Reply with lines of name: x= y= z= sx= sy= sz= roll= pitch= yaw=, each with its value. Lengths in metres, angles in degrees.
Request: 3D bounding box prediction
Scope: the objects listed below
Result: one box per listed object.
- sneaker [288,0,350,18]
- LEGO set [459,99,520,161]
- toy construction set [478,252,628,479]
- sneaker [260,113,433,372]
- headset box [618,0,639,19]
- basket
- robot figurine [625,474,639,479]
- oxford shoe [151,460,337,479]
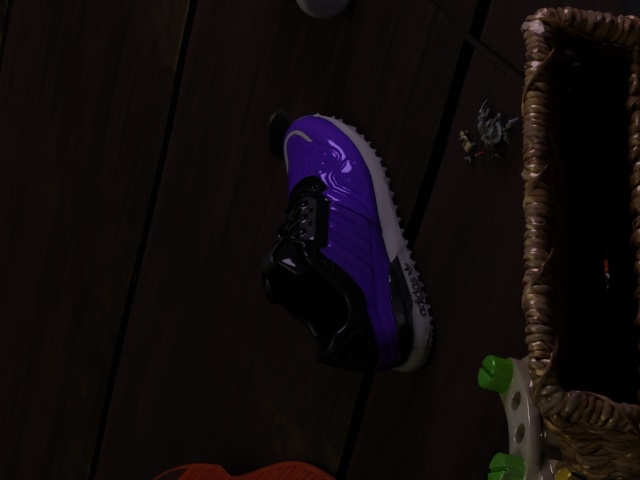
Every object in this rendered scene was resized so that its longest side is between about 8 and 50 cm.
sneaker: x=-0.036 y=-0.382 z=1.777 sx=0.147 sy=0.105 sz=0.295 roll=21 pitch=116 yaw=49
LEGO set: x=0.150 y=-0.097 z=1.603 sx=0.083 sy=0.023 sz=0.054 roll=-52 pitch=52 yaw=47
toy construction set: x=0.239 y=0.123 z=1.377 sx=0.328 sy=0.151 sz=0.215 roll=-25 pitch=49 yaw=48
sneaker: x=0.000 y=0.000 z=1.737 sx=0.102 sy=0.146 sz=0.293 roll=-51 pitch=53 yaw=48
headset box: x=0.287 y=-0.293 z=1.279 sx=0.218 sy=0.110 sz=0.293 roll=-52 pitch=52 yaw=47
basket: x=0.257 y=0.007 z=1.177 sx=0.214 sy=0.223 sz=0.299 roll=-4 pitch=64 yaw=16
robot figurine: x=0.177 y=0.261 z=1.128 sx=0.173 sy=0.278 sz=0.209 roll=67 pitch=-172 yaw=25
oxford shoe: x=-0.058 y=0.331 z=1.939 sx=0.364 sy=0.130 sz=0.132 roll=0 pitch=127 yaw=51
